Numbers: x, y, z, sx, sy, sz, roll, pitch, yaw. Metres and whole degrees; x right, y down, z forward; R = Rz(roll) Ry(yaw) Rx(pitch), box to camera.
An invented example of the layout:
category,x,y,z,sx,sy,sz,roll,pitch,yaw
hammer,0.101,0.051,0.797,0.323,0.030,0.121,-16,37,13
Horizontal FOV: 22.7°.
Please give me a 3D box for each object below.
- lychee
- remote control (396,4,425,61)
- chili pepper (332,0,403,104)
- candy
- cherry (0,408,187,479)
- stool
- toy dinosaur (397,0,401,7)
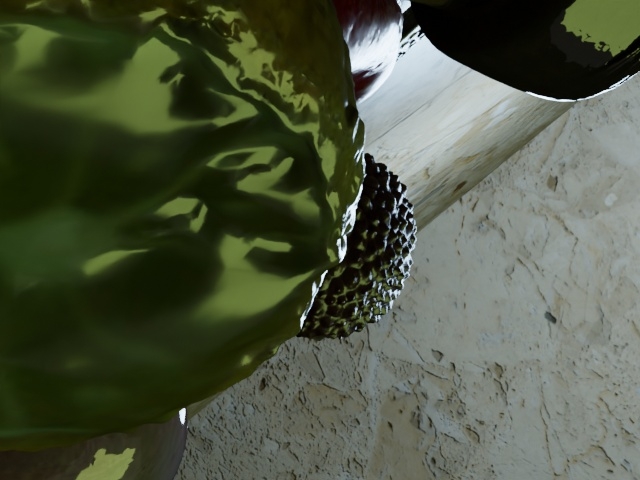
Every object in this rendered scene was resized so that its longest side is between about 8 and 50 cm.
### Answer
category,x,y,z,sx,sy,sz,roll,pitch,yaw
lychee,0.000,0.000,1.443,0.188,0.188,0.188,-37,173,-5
remote control,0.069,-0.169,1.254,0.212,0.028,0.059,-41,168,21
chili pepper,-0.028,-0.101,0.718,0.144,0.136,0.252,-54,162,11
candy,-0.111,-0.029,0.535,0.260,0.118,0.260,-9,140,-8
cherry,-0.210,0.129,1.085,0.239,0.206,0.239,-39,-175,4
stool,0.104,-0.124,0.631,0.121,0.217,0.125,22,85,-40
toy dinosaur,0.001,-0.132,0.927,0.101,0.055,0.279,1,-170,-16
